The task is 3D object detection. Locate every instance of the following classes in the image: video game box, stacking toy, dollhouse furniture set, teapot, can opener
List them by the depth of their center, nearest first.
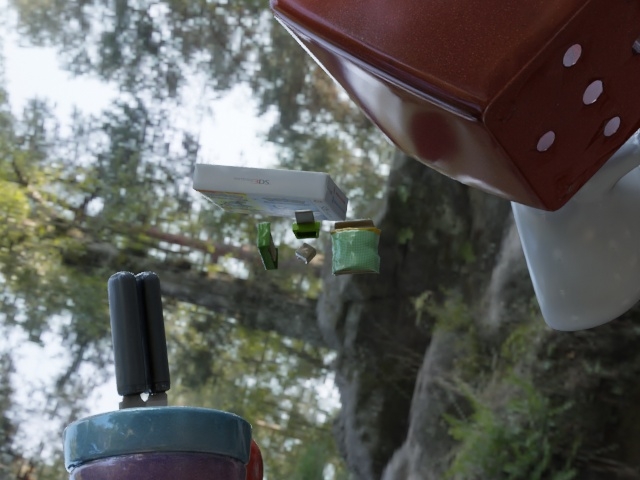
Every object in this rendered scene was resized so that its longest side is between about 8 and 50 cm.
[{"bbox_3d":[-0.172,0.191,0.774,0.309,0.279,0.131,86,179,-67],"label":"stacking toy"},{"bbox_3d":[0.330,-0.020,1.187,0.256,0.187,0.253,-63,-44,-72],"label":"teapot"},{"bbox_3d":[0.000,0.000,1.277,0.059,0.151,0.076,78,-170,-55],"label":"dollhouse furniture set"},{"bbox_3d":[-0.243,0.182,1.329,0.074,0.093,0.281,2,-100,-45],"label":"can opener"},{"bbox_3d":[-0.071,-0.072,1.559,0.187,0.205,0.048,46,-130,-74],"label":"video game box"}]

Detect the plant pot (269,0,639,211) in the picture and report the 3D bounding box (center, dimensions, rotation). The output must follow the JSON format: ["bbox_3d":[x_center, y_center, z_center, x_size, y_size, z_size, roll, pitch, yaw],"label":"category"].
[{"bbox_3d":[0.167,-0.186,0.912,0.267,0.236,0.267,-46,-41,3],"label":"plant pot"}]
